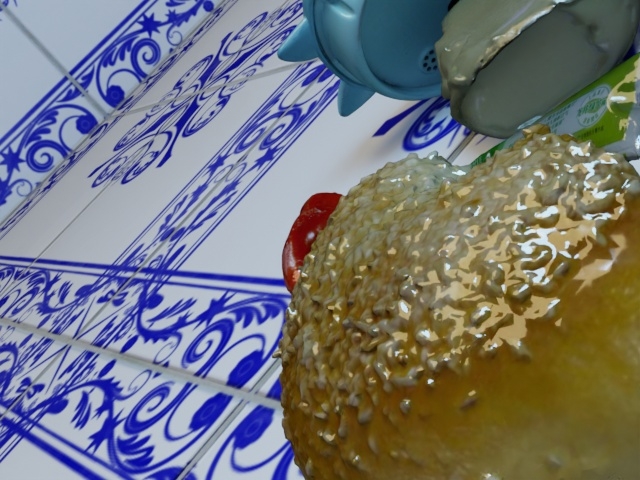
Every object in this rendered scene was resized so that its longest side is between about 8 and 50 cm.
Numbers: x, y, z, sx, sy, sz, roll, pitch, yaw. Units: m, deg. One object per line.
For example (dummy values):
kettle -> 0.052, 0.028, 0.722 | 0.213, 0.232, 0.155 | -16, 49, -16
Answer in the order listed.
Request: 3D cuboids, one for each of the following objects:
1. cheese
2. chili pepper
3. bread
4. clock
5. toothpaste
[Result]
cheese -> 0.168, -0.167, 0.953 | 0.175, 0.091, 0.202 | -39, 18, 11
chili pepper -> 0.000, -0.001, 0.969 | 0.050, 0.059, 0.191 | -25, 22, 21
bread -> 0.065, 0.054, 0.564 | 0.192, 0.171, 0.314 | -39, 18, -3
clock -> 0.093, -0.226, 1.055 | 0.274, 0.224, 0.094 | -48, 46, 7
toothpaste -> 0.139, -0.047, 0.749 | 0.248, 0.047, 0.078 | -37, 33, 63
